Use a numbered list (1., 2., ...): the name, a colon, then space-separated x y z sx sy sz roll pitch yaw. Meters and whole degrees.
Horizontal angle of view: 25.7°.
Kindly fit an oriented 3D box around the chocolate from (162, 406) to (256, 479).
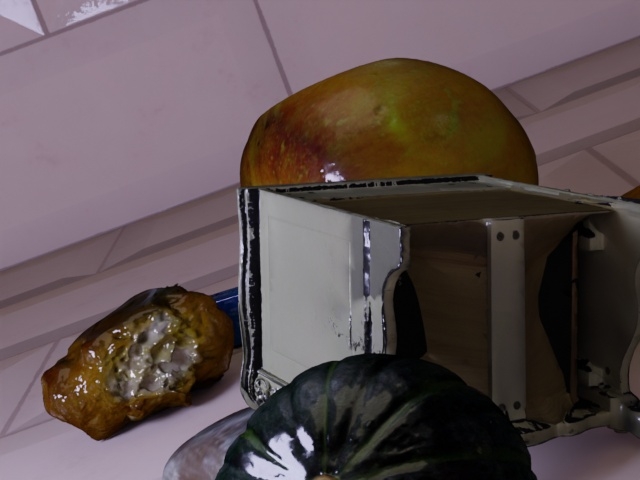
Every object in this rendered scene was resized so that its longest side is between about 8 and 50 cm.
1. chocolate: -0.055 0.213 1.476 0.254 0.080 0.157 -7 18 48

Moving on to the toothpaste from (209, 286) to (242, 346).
1. toothpaste: -0.043 0.086 2.032 0.320 0.076 0.066 -17 9 13

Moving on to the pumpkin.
1. pumpkin: 0.039 0.210 1.023 0.250 0.250 0.216 -22 -26 -5

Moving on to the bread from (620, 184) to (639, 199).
1. bread: 0.361 -0.001 1.518 0.174 0.121 0.245 -36 -4 -41

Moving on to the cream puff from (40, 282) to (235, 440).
1. cream puff: -0.239 0.155 1.869 0.269 0.154 0.241 -20 11 14

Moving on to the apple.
1. apple: 0.090 -0.072 1.837 0.374 0.374 0.384 -26 28 -23

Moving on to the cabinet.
1. cabinet: 0.115 0.068 1.301 0.290 0.227 0.318 -4 9 -25
